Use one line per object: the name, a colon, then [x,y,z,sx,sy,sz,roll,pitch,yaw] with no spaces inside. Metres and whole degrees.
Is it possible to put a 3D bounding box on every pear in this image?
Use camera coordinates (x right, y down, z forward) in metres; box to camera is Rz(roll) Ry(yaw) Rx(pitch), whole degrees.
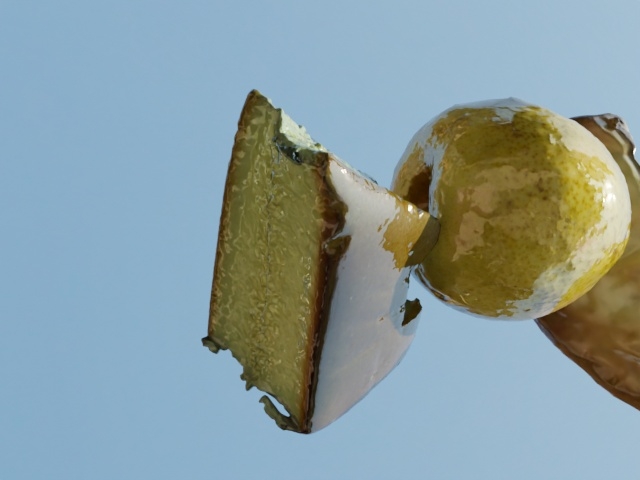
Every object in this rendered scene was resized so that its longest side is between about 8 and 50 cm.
pear: [0.142,-0.024,0.997,0.178,0.178,0.178,0,-91,17]

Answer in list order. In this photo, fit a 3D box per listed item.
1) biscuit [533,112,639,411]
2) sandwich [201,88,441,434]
biscuit: [0.240,0.031,1.090,0.154,0.045,0.299,-26,-112,-5]
sandwich: [0.000,0.000,0.905,0.122,0.128,0.236,34,-42,22]
